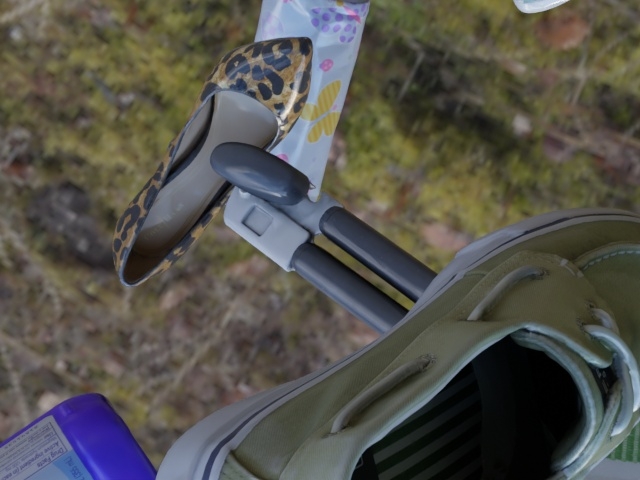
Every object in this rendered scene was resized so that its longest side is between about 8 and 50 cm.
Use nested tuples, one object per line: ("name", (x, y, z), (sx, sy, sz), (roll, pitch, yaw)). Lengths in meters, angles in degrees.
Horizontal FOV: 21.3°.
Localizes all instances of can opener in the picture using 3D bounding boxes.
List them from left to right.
("can opener", (0.000, 0.000, 1.420), (0.283, 0.076, 0.095), (36, 179, 44))

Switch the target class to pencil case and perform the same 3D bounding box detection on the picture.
("pencil case", (-0.033, -0.161, 1.827), (0.124, 0.113, 0.273), (37, 121, 38))

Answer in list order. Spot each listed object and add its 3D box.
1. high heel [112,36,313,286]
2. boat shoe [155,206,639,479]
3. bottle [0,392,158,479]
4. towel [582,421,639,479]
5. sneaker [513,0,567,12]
("high heel", (-0.095, -0.065, 1.526), (0.093, 0.186, 0.261), (34, 139, -15))
("boat shoe", (0.072, 0.064, 0.646), (0.094, 0.302, 0.109), (-8, 104, 44))
("bottle", (-0.222, 0.213, 1.045), (0.118, 0.283, 0.092), (60, 170, -19))
("towel", (0.205, 0.166, 1.170), (0.248, 0.325, 0.038), (8, 154, -9))
("sneaker", (0.272, -0.370, 1.850), (0.151, 0.094, 0.256), (31, 117, -35))
